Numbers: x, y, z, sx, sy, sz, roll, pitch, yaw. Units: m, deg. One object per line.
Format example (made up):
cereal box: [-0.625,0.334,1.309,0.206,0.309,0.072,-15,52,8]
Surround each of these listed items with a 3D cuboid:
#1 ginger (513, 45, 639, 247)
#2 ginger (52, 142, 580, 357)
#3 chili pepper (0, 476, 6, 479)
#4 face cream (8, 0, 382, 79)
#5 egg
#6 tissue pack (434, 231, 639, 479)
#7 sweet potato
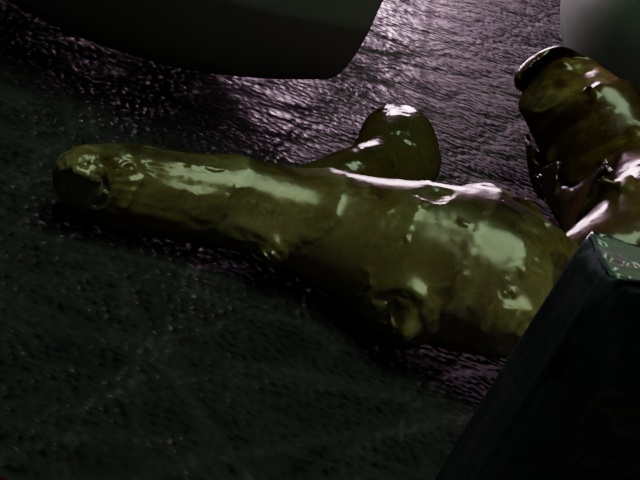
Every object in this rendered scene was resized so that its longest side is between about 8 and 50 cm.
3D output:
ginger: [0.196,-0.026,1.192,0.133,0.107,0.309,33,23,-19]
ginger: [0.000,0.000,0.969,0.294,0.086,0.131,12,37,-11]
chili pepper: [-0.167,0.076,0.648,0.268,0.050,0.059,30,43,7]
face cream: [-0.124,-0.248,1.188,0.357,0.219,0.312,22,23,-8]
egg: [0.307,-0.173,1.528,0.183,0.183,0.264,8,21,-37]
tissue pack: [0.134,0.077,0.824,0.112,0.156,0.051,16,29,-24]
sweet potato: [0.031,-0.044,1.122,0.069,0.059,0.249,12,21,20]
